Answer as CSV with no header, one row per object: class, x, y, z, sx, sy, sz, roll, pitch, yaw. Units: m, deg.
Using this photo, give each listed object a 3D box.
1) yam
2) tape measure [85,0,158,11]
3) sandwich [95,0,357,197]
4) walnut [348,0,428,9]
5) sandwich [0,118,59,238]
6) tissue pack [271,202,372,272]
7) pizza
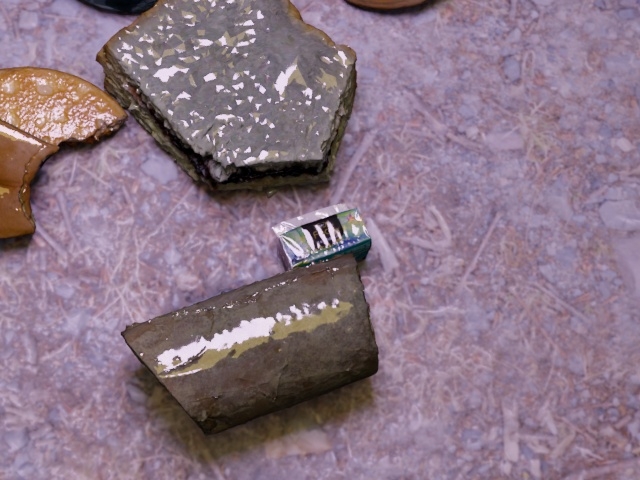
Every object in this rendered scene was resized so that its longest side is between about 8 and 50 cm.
yam,-0.075,0.131,1.533,0.304,0.168,0.168,-20,75,-11
tape measure,-0.265,-0.456,1.712,0.256,0.147,0.275,-9,72,-8
sandwich,-0.100,-0.204,1.655,0.262,0.131,0.325,-42,82,-17
walnut,0.086,-0.448,1.750,0.204,0.141,0.238,-1,70,-1
sandwich,-0.462,-0.050,1.583,0.212,0.063,0.245,27,96,-9
tissue pack,-0.001,0.000,1.623,0.111,0.085,0.079,-20,75,-11
pizza,-0.381,-0.170,1.654,0.246,0.058,0.127,-10,74,-9
